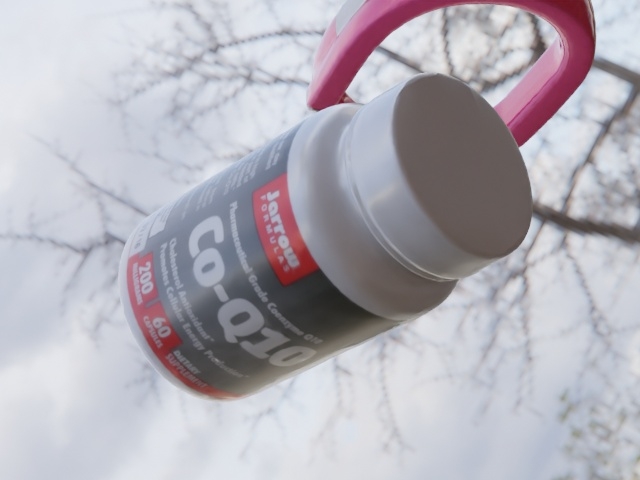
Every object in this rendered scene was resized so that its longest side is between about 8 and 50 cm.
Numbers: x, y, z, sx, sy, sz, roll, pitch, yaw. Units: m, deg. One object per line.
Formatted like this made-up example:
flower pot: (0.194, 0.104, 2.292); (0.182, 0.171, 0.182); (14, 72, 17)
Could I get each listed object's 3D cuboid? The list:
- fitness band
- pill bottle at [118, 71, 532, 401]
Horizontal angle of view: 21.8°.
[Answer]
fitness band: (0.108, -0.145, 1.406); (0.291, 0.209, 0.054); (130, 149, -57)
pill bottle: (0.000, 0.000, 1.187); (0.283, 0.161, 0.161); (-29, -1, 40)
